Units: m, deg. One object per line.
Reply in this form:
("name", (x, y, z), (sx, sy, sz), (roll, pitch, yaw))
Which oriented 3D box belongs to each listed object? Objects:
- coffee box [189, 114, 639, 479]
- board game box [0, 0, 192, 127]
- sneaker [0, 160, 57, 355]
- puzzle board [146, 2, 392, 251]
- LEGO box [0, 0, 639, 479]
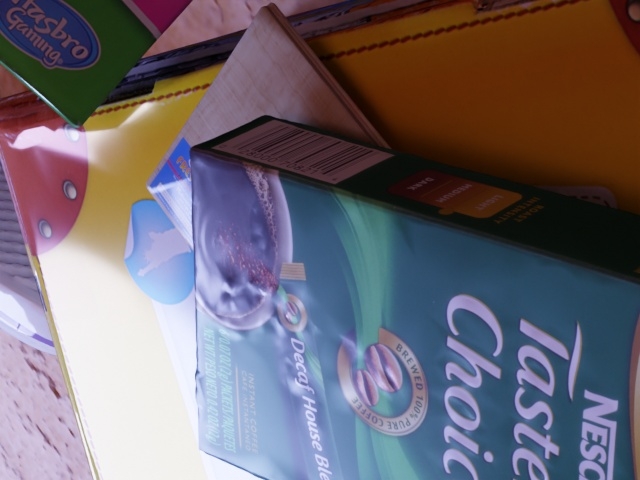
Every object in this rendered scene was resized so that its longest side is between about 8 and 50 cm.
("coffee box", (0.040, 0.037, 0.491), (0.184, 0.040, 0.113), (19, 120, 36))
("board game box", (-0.070, -0.235, 0.566), (0.242, 0.064, 0.316), (41, 88, -15))
("sneaker", (-0.203, 0.014, 0.928), (0.282, 0.102, 0.161), (37, 128, 34))
("puzzle board", (0.000, 0.000, 0.552), (0.128, 0.011, 0.096), (53, 134, 15))
("LEGO box", (0.113, 0.141, 0.647), (0.372, 0.193, 0.500), (-7, 101, 44))
